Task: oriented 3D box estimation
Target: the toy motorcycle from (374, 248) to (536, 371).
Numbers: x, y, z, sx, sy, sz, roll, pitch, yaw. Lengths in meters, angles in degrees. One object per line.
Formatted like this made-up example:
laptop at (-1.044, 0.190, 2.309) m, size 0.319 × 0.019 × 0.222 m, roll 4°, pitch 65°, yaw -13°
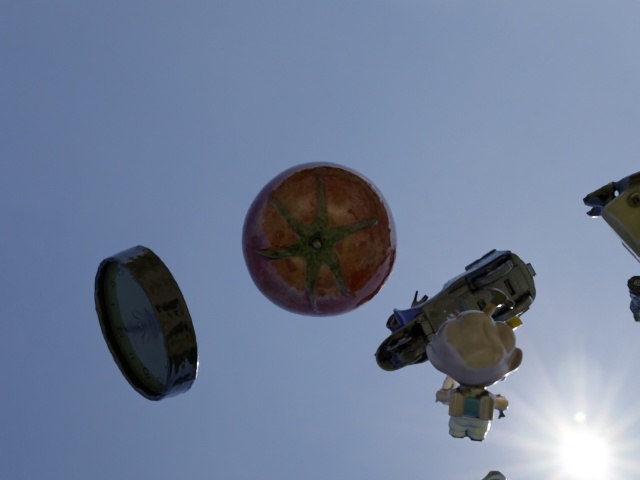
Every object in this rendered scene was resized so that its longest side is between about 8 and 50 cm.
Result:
toy motorcycle at (0.244, 0.137, 1.623) m, size 0.359 × 0.213 × 0.125 m, roll -29°, pitch -85°, yaw -14°

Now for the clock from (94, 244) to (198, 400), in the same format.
clock at (-0.206, 0.098, 1.002) m, size 0.040 × 0.184 × 0.184 m, roll -19°, pitch -112°, yaw -35°

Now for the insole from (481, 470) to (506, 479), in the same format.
insole at (0.117, 0.268, 0.674) m, size 0.065 × 0.197 × 0.004 m, roll -4°, pitch -161°, yaw -39°

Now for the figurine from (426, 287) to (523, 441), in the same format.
figurine at (0.221, 0.185, 1.258) m, size 0.138 × 0.228 × 0.112 m, roll 8°, pitch -165°, yaw 20°

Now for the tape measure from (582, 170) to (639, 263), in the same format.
tape measure at (0.488, -0.030, 1.037) m, size 0.133 × 0.231 × 0.271 m, roll 32°, pitch -161°, yaw -51°

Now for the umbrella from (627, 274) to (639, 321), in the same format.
umbrella at (0.640, 0.123, 1.735) m, size 0.050 × 0.188 × 0.046 m, roll -37°, pitch -123°, yaw 1°

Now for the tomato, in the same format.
tomato at (0.000, 0.000, 1.462) m, size 0.265 × 0.265 × 0.264 m, roll 10°, pitch -124°, yaw -15°
